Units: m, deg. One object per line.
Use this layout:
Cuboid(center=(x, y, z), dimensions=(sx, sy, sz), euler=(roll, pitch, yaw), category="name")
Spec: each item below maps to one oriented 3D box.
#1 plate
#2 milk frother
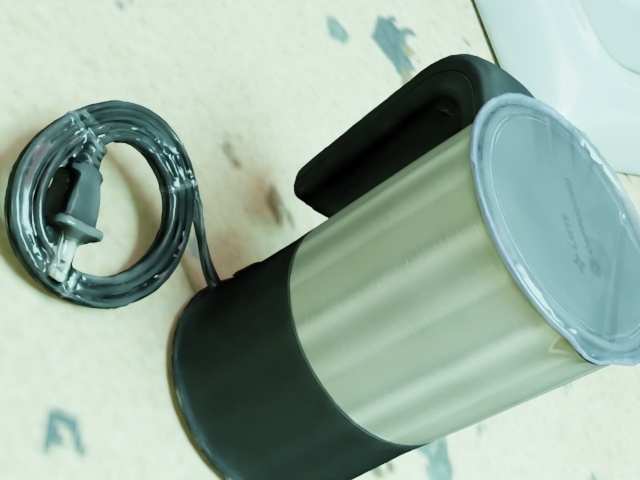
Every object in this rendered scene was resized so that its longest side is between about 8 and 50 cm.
Cuboid(center=(0.180, -0.168, 0.750), dimensions=(0.278, 0.045, 0.277), euler=(3, 63, -46), category="plate")
Cuboid(center=(0.000, 0.000, 0.355), dimensions=(0.143, 0.135, 0.129), euler=(11, 56, -44), category="milk frother")
